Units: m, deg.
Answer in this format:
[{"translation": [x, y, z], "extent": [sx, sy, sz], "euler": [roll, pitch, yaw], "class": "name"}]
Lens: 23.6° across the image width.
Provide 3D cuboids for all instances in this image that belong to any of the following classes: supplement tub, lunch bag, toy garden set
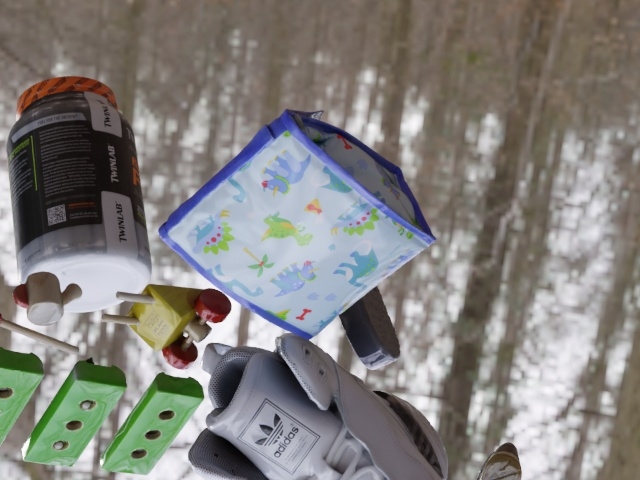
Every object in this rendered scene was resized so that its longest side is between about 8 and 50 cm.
[{"translation": [-0.216, -0.043, 1.358], "extent": [0.117, 0.117, 0.190], "euler": [0, -118, -19], "class": "supplement tub"}, {"translation": [-0.020, -0.017, 1.063], "extent": [0.151, 0.129, 0.096], "euler": [29, -153, -46], "class": "lunch bag"}, {"translation": [-0.202, 0.088, 1.164], "extent": [0.244, 0.204, 0.049], "euler": [13, -139, -30], "class": "toy garden set"}]

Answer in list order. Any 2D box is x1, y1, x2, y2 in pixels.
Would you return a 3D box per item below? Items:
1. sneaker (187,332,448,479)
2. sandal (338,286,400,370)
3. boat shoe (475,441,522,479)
[{"translation": [0.025, 0.197, 1.114], "extent": [0.210, 0.137, 0.366], "euler": [34, -170, -30], "class": "sneaker"}, {"translation": [0.000, 0.000, 1.380], "extent": [0.054, 0.255, 0.097], "euler": [-26, 155, 16], "class": "sandal"}, {"translation": [0.185, 0.286, 1.656], "extent": [0.056, 0.152, 0.049], "euler": [26, -152, 8], "class": "boat shoe"}]
